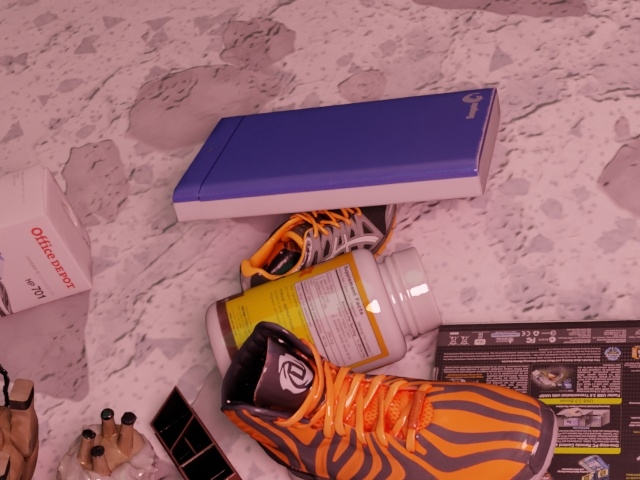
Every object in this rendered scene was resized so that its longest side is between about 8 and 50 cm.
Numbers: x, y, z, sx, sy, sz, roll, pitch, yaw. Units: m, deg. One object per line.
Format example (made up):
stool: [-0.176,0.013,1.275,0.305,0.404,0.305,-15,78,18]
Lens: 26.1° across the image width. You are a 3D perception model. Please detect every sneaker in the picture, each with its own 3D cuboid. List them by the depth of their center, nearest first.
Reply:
sneaker: [0.032,0.151,1.171,0.321,0.180,0.124,-10,51,43]
sneaker: [0.000,0.000,1.431,0.084,0.083,0.215,29,65,36]

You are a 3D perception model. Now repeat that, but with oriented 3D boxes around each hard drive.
hard drive: [0.023,-0.093,1.475,0.319,0.040,0.210,-5,27,15]

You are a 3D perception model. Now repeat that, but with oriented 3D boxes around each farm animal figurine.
farm animal figurine: [-0.358,0.265,1.289,0.330,0.172,0.326,17,40,13]

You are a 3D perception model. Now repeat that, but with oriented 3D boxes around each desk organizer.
desk organizer: [-0.121,0.205,1.330,0.047,0.050,0.130,-34,50,-9]

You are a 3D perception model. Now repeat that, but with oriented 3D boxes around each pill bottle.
pill bottle: [0.005,0.081,1.342,0.215,0.117,0.117,-20,49,2]

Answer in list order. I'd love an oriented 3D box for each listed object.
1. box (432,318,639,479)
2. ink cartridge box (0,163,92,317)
box: [0.230,0.175,1.231,0.270,0.060,0.216,-3,53,17]
ink cartridge box: [-0.362,0.012,1.505,0.191,0.139,0.082,-16,49,6]
